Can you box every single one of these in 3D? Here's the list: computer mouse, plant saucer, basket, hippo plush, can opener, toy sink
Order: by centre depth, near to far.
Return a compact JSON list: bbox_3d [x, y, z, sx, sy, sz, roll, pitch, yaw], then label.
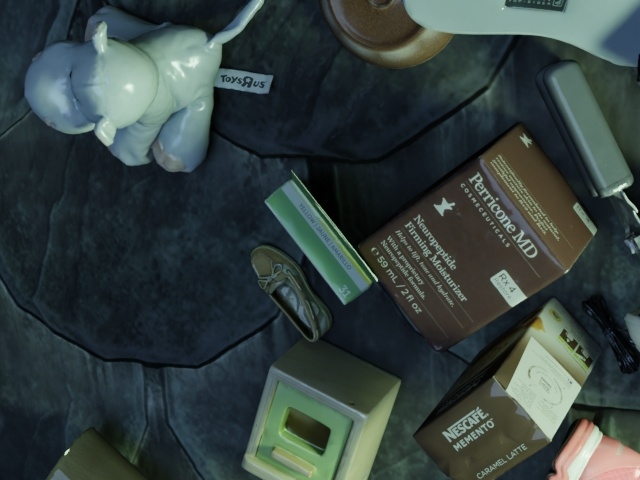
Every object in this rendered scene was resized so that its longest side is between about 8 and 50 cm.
[{"bbox_3d":[0.353,-0.089,1.409,0.095,0.076,0.283,-27,95,-1],"label":"can opener"},{"bbox_3d":[0.379,0.115,1.414,0.106,0.042,0.193,63,164,-5],"label":"computer mouse"},{"bbox_3d":[0.078,-0.305,1.473,0.198,0.036,0.199,9,112,24],"label":"plant saucer"},{"bbox_3d":[-0.242,-0.179,1.562,0.294,0.236,0.234,3,110,26],"label":"hippo plush"},{"bbox_3d":[-0.008,0.278,1.678,0.152,0.131,0.234,26,119,17],"label":"toy sink"},{"bbox_3d":[-0.316,0.434,1.886,0.227,0.154,0.204,33,118,8],"label":"basket"}]

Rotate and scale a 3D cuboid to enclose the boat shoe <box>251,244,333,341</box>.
[{"bbox_3d":[-0.046,0.072,1.669,0.056,0.048,0.153,-37,90,32],"label":"boat shoe"}]

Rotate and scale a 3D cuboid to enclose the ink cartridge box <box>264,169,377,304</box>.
[{"bbox_3d":[0.000,0.000,1.518,0.056,0.235,0.171,-38,88,2],"label":"ink cartridge box"}]

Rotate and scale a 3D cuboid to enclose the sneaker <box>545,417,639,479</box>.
[{"bbox_3d":[0.335,0.388,1.557,0.136,0.116,0.314,22,117,16],"label":"sneaker"}]

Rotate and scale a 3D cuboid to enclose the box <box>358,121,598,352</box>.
[{"bbox_3d":[0.191,-0.004,1.451,0.203,0.167,0.168,-37,90,32],"label":"box"}]

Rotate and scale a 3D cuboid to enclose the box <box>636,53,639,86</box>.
[{"bbox_3d":[0.531,-0.185,1.228,0.293,0.073,0.295,38,123,-8],"label":"box"}]

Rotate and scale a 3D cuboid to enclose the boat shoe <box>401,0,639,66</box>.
[{"bbox_3d":[0.263,-0.291,1.326,0.367,0.156,0.136,4,135,-5],"label":"boat shoe"}]

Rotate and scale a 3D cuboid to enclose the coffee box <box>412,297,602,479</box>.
[{"bbox_3d":[0.231,0.182,1.454,0.098,0.246,0.141,49,122,3],"label":"coffee box"}]
